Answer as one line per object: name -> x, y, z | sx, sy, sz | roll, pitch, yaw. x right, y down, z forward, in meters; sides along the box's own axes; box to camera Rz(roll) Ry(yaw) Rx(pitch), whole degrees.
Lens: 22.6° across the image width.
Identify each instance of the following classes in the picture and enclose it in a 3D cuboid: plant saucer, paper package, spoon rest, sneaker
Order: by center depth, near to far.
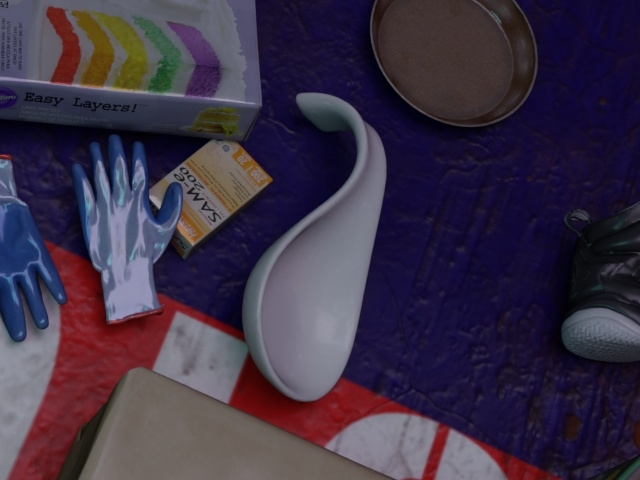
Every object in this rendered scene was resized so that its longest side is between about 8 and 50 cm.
paper package -> -0.066, 0.298, 1.167 | 0.324, 0.168, 0.310 | 26, 64, -10
spoon rest -> 0.000, 0.000, 1.336 | 0.137, 0.084, 0.276 | 40, 52, -47
sneaker -> 0.342, 0.031, 1.450 | 0.268, 0.101, 0.153 | 3, 72, -17
plant saucer -> 0.120, -0.178, 1.490 | 0.168, 0.029, 0.169 | 7, 68, -19

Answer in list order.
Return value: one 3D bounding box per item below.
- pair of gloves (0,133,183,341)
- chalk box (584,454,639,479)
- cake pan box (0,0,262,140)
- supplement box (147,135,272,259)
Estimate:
pair of gloves -> -0.204, -0.003, 1.287 | 0.198, 0.023, 0.159 | -8, 80, -11
chalk box -> 0.232, 0.265, 1.261 | 0.132, 0.213, 0.132 | -37, 86, -27
cake pan box -> -0.178, -0.218, 1.358 | 0.245, 0.070, 0.267 | 7, 60, -18
supplement box -> -0.097, -0.040, 1.353 | 0.062, 0.036, 0.098 | 47, 63, 2
